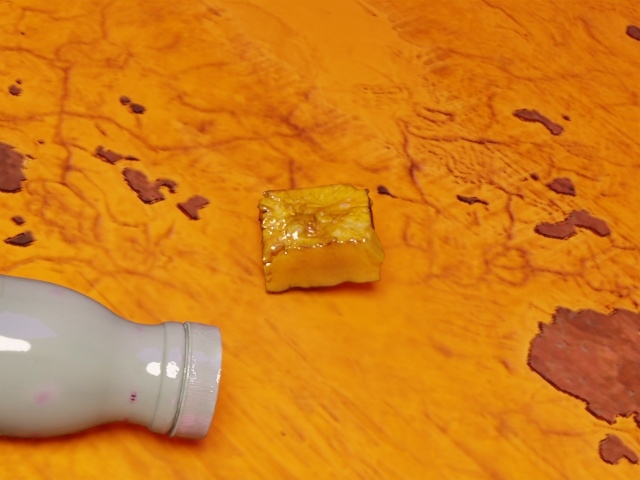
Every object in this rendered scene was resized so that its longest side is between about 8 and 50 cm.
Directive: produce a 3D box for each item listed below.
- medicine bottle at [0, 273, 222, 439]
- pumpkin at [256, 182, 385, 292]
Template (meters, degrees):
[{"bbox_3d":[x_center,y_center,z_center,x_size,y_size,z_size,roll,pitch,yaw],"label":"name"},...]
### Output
[{"bbox_3d":[-0.167,0.066,1.026,0.216,0.090,0.090,9,39,-12],"label":"medicine bottle"},{"bbox_3d":[0.000,0.000,1.204,0.083,0.054,0.074,-7,36,3],"label":"pumpkin"}]
